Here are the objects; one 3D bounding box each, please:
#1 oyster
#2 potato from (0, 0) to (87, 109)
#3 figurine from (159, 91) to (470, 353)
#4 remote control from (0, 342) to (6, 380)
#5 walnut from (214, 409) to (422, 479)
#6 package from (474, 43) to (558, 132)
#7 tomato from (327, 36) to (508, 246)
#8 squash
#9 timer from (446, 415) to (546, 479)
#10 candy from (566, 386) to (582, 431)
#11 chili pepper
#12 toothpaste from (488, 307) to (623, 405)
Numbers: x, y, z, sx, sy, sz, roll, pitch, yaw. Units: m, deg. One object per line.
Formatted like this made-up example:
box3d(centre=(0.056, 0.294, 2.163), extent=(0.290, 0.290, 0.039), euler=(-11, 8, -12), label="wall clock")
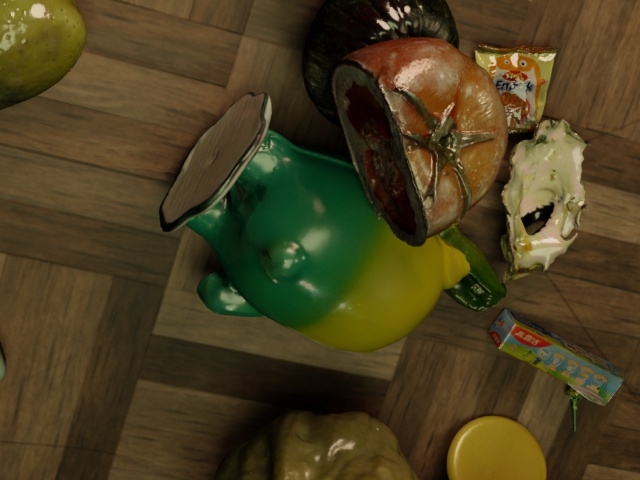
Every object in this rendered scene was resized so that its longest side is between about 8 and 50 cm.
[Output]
box3d(centre=(0.279, -0.055, 1.736), extent=(0.133, 0.072, 0.209), euler=(-19, 113, -19), label="oyster")
box3d(centre=(-0.378, -0.214, 1.473), extent=(0.248, 0.169, 0.143), euler=(-14, 77, -5), label="potato")
box3d(centre=(0.000, 0.000, 1.606), extent=(0.340, 0.231, 0.323), euler=(34, 116, -23), label="figurine")
box3d(centre=(-0.476, 0.063, 1.614), extent=(0.140, 0.056, 0.296), euler=(-18, 116, -4), label="remote control")
box3d(centre=(-0.001, 0.356, 1.718), extent=(0.282, 0.277, 0.253), euler=(5, 129, -4), label="walnut")
box3d(centre=(0.237, -0.185, 1.691), extent=(0.108, 0.031, 0.120), euler=(-1, 112, -15), label="package")
box3d(centre=(0.118, -0.121, 1.446), extent=(0.155, 0.181, 0.214), euler=(-27, 113, -19), label="tomato")
box3d(centre=(0.070, -0.215, 1.574), extent=(0.193, 0.156, 0.193), euler=(-5, 123, -8), label="squash")
box3d(centre=(0.270, 0.471, 1.820), extent=(0.376, 0.376, 0.387), euler=(48, 61, -25), label="timer")
box3d(centre=(0.357, 0.234, 1.902), extent=(0.023, 0.025, 0.083), euler=(1, 124, 16), label="candy")
box3d(centre=(0.162, 0.016, 1.740), extent=(0.072, 0.073, 0.204), euler=(-33, 115, 17), label="chili pepper")
box3d(centre=(0.321, 0.160, 1.832), extent=(0.193, 0.070, 0.044), euler=(27, 105, -22), label="toothpaste")
